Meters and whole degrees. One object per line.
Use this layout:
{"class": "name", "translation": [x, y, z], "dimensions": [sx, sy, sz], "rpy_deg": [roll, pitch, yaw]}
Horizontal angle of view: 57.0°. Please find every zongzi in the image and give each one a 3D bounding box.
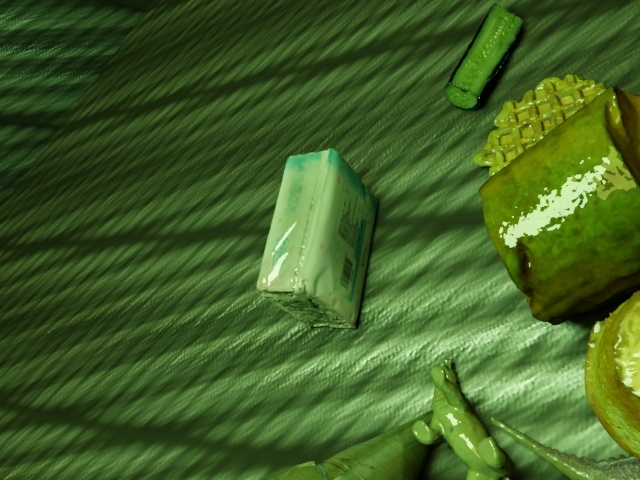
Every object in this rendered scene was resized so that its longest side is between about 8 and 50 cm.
{"class": "zongzi", "translation": [0.082, 0.440, 0.824], "dimensions": [0.361, 0.160, 0.322], "rpy_deg": [-22, 68, -11]}

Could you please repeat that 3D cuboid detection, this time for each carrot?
{"class": "carrot", "translation": [0.372, -0.047, 0.782], "dimensions": [0.341, 0.242, 0.241], "rpy_deg": [-38, 49, 27]}

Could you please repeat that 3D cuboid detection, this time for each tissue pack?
{"class": "tissue pack", "translation": [0.001, 0.001, 1.056], "dimensions": [0.124, 0.201, 0.271], "rpy_deg": [-6, 60, 34]}

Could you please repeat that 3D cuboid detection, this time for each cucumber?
{"class": "cucumber", "translation": [0.317, -0.353, 1.141], "dimensions": [0.078, 0.062, 0.211], "rpy_deg": [29, 74, 7]}

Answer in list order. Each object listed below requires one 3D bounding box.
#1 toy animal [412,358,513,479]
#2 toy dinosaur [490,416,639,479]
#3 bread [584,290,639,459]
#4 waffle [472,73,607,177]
{"class": "toy animal", "translation": [0.204, 0.268, 0.844], "dimensions": [0.103, 0.101, 0.218], "rpy_deg": [-53, 48, 23]}
{"class": "toy dinosaur", "translation": [0.365, 0.298, 0.747], "dimensions": [0.251, 0.072, 0.199], "rpy_deg": [-28, 44, 29]}
{"class": "bread", "translation": [0.440, 0.149, 0.650], "dimensions": [0.269, 0.146, 0.268], "rpy_deg": [-6, 71, 18]}
{"class": "waffle", "translation": [0.392, -0.177, 0.989], "dimensions": [0.237, 0.059, 0.243], "rpy_deg": [-52, 48, -3]}
